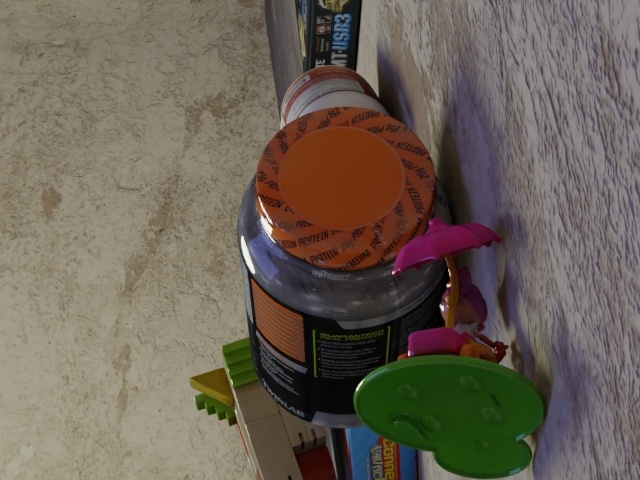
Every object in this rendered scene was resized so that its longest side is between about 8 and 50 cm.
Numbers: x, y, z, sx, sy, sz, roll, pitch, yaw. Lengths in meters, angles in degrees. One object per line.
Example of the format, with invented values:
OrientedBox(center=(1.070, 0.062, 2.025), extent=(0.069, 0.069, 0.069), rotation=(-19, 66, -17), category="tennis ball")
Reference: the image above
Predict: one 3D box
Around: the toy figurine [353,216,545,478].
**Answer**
OrientedBox(center=(0.104, 0.065, 0.922), extent=(0.173, 0.130, 0.159), rotation=(53, -146, -44), category="toy figurine")

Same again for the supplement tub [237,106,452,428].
OrientedBox(center=(0.022, 0.030, 1.185), extent=(0.316, 0.193, 0.193), rotation=(90, 172, -58), category="supplement tub")

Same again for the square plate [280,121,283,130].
OrientedBox(center=(0.000, 0.000, 2.044), extent=(0.344, 0.049, 0.347), rotation=(85, 165, -55), category="square plate")

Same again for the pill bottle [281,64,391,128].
OrientedBox(center=(0.022, -0.120, 1.443), extent=(0.216, 0.121, 0.121), rotation=(-108, 12, -69), category="pill bottle")

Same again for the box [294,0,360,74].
OrientedBox(center=(-0.002, -0.392, 1.720), extent=(0.295, 0.073, 0.293), rotation=(94, 168, -67), category="box")

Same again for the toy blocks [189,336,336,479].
OrientedBox(center=(-0.046, 0.303, 1.744), extent=(0.381, 0.191, 0.261), rotation=(95, 157, -69), category="toy blocks")

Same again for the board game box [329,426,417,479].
OrientedBox(center=(0.066, 0.264, 1.740), extent=(0.308, 0.086, 0.302), rotation=(-104, 8, -60), category="board game box")
